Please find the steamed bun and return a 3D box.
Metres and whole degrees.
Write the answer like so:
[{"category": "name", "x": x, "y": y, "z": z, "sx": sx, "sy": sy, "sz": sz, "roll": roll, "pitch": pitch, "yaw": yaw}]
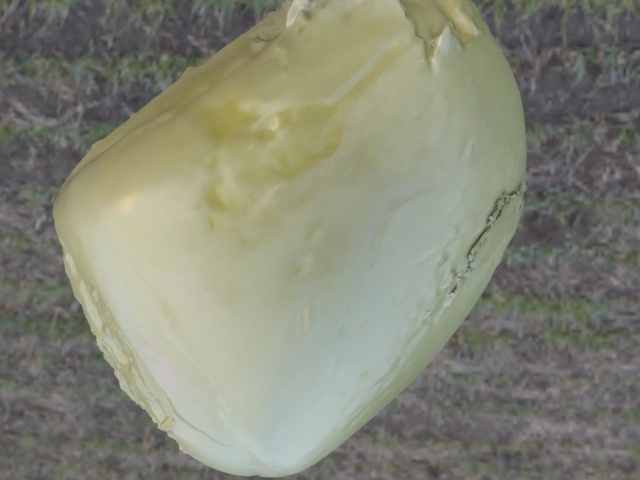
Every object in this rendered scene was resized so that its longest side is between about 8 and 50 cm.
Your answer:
[{"category": "steamed bun", "x": 0.000, "y": 0.000, "z": 0.578, "sx": 0.166, "sy": 0.232, "sz": 0.273, "roll": 52, "pitch": 163, "yaw": 9}]
